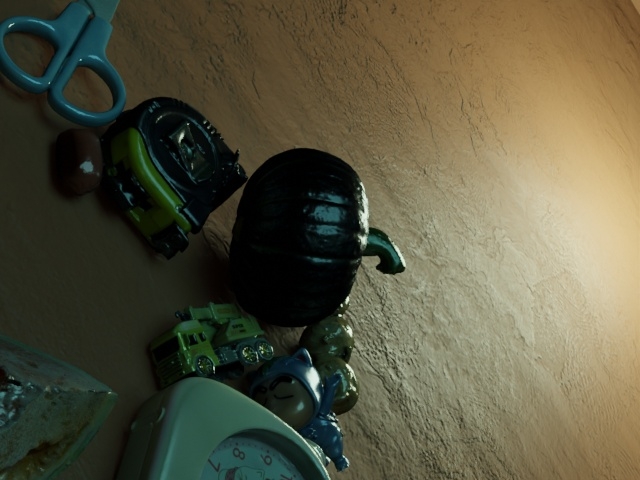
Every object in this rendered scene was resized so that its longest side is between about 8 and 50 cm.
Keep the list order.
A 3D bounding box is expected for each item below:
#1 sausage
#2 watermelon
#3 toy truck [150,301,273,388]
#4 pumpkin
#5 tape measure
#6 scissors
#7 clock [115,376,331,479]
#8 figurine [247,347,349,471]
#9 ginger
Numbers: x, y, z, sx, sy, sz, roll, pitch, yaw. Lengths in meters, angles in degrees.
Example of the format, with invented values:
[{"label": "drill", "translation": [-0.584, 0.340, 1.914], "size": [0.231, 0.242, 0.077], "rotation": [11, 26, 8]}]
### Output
[{"label": "sausage", "translation": [-0.307, -0.102, 1.822], "size": [0.054, 0.059, 0.094], "rotation": [30, 41, -51]}, {"label": "watermelon", "translation": [-0.402, 0.186, 1.490], "size": [0.322, 0.188, 0.175], "rotation": [18, 99, -49]}, {"label": "toy truck", "translation": [-0.144, 0.133, 1.844], "size": [0.169, 0.077, 0.100], "rotation": [-10, 72, -49]}, {"label": "pumpkin", "translation": [0.000, 0.000, 1.935], "size": [0.248, 0.248, 0.248], "rotation": [27, 49, -36]}, {"label": "tape measure", "translation": [-0.205, -0.098, 1.896], "size": [0.186, 0.112, 0.199], "rotation": [49, 38, -12]}, {"label": "scissors", "translation": [-0.311, -0.325, 1.974], "size": [0.193, 0.029, 0.447], "rotation": [33, 40, -15]}, {"label": "clock", "translation": [-0.097, 0.341, 1.726], "size": [0.324, 0.109, 0.265], "rotation": [34, 48, -26]}, {"label": "figurine", "translation": [-0.031, 0.242, 1.885], "size": [0.178, 0.114, 0.144], "rotation": [58, 39, -17]}, {"label": "ginger", "translation": [0.010, 0.147, 2.006], "size": [0.104, 0.080, 0.204], "rotation": [58, 22, -64]}]
